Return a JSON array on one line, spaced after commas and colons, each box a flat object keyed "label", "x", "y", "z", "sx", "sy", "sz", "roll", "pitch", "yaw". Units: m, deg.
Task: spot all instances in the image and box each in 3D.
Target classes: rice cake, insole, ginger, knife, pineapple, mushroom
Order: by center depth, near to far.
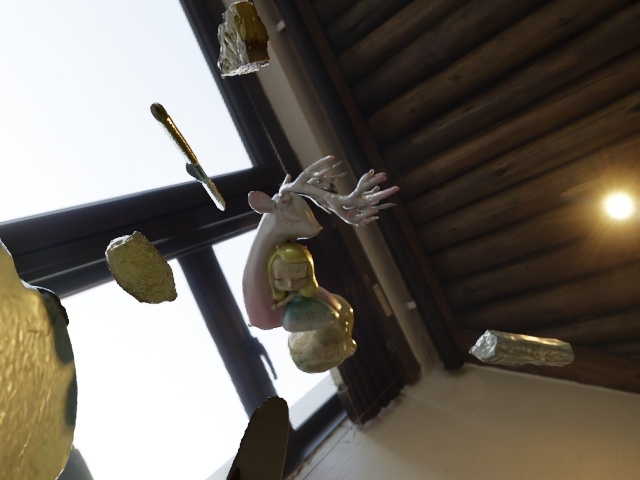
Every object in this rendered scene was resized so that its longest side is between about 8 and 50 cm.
[{"label": "insole", "x": -0.095, "y": 0.349, "z": 0.520, "sx": 0.007, "sy": 0.111, "sz": 0.327, "roll": 9, "pitch": -103, "yaw": 35}, {"label": "knife", "x": -0.196, "y": -0.109, "z": 0.696, "sx": 0.061, "sy": 0.027, "sz": 0.343, "roll": 55, "pitch": -8, "yaw": 10}, {"label": "rice cake", "x": 0.390, "y": 0.212, "z": 0.835, "sx": 0.057, "sy": 0.256, "sz": 0.052, "roll": -55, "pitch": -144, "yaw": 33}, {"label": "ginger", "x": -0.416, "y": 0.069, "z": 1.023, "sx": 0.123, "sy": 0.115, "sz": 0.193, "roll": 23, "pitch": -35, "yaw": 58}, {"label": "pineapple", "x": -0.220, "y": -0.558, "z": 1.253, "sx": 0.186, "sy": 0.115, "sz": 0.236, "roll": 53, "pitch": -28, "yaw": 19}, {"label": "mushroom", "x": 0.024, "y": 0.310, "z": 1.407, "sx": 0.260, "sy": 0.234, "sz": 0.254, "roll": -53, "pitch": -152, "yaw": 12}]

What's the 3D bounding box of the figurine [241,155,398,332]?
[{"label": "figurine", "x": -0.003, "y": -0.004, "z": 0.816, "sx": 0.285, "sy": 0.206, "sz": 0.315, "roll": -1, "pitch": -72, "yaw": 8}]

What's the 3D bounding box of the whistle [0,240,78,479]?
[{"label": "whistle", "x": -0.335, "y": 0.064, "z": 0.354, "sx": 0.188, "sy": 0.168, "sz": 0.404, "roll": -147, "pitch": -132, "yaw": -78}]
